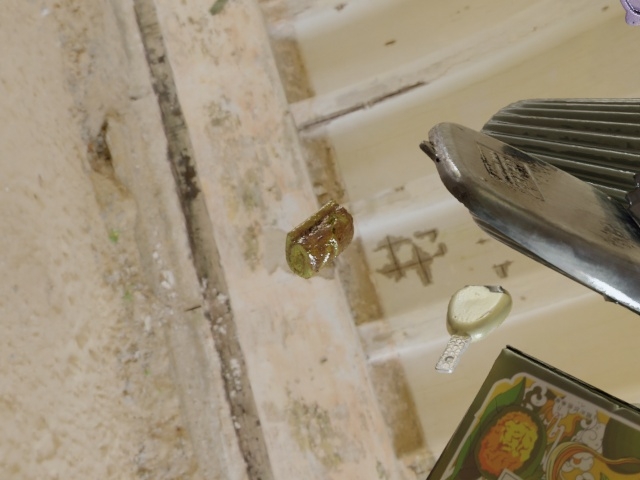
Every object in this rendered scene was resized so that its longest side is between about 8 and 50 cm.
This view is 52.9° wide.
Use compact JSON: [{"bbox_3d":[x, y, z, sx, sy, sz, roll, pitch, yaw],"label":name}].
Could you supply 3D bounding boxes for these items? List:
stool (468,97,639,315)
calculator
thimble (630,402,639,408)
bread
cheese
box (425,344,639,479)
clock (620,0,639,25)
[{"bbox_3d":[0.408,-0.073,0.951,0.330,0.297,0.297,30,-37,59],"label":"stool"},{"bbox_3d":[0.197,-0.020,0.536,0.177,0.268,0.040,-88,-156,-59],"label":"calculator"},{"bbox_3d":[0.598,0.449,1.214,0.195,0.291,0.292,21,46,-52],"label":"thimble"},{"bbox_3d":[0.000,0.000,1.552,0.103,0.172,0.132,31,-39,27],"label":"bread"},{"bbox_3d":[0.284,0.174,1.257,0.251,0.127,0.054,-45,122,-44],"label":"cheese"},{"bbox_3d":[0.313,0.378,0.776,0.138,0.373,0.420,38,-8,-36],"label":"box"},{"bbox_3d":[0.629,-0.495,1.248,0.152,0.110,0.050,36,46,-37],"label":"clock"}]
